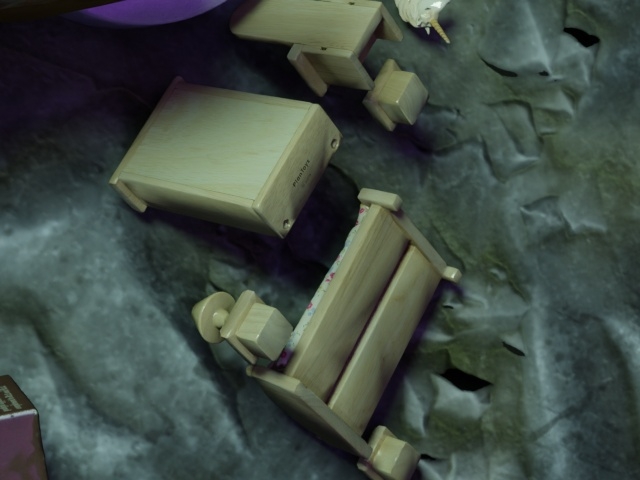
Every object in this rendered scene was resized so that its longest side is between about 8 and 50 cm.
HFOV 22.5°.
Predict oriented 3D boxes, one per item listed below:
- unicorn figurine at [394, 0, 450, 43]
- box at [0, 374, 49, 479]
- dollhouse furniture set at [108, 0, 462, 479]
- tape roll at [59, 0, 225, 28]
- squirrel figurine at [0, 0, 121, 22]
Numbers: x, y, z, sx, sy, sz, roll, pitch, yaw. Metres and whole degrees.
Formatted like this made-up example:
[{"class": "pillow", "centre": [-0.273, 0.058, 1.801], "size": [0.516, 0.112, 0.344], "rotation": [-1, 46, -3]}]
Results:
[{"class": "unicorn figurine", "centre": [0.083, -0.262, 1.436], "size": [0.162, 0.060, 0.111], "rotation": [40, 82, -1]}, {"class": "box", "centre": [-0.301, 0.233, 1.281], "size": [0.167, 0.168, 0.203], "rotation": [-10, 98, -17]}, {"class": "dollhouse furniture set", "centre": [0.000, 0.000, 1.435], "size": [0.303, 0.173, 0.355], "rotation": [-60, 138, -18]}, {"class": "tape roll", "centre": [-0.159, -0.314, 1.328], "size": [0.274, 0.090, 0.275], "rotation": [-1, 94, -19]}, {"class": "squirrel figurine", "centre": [-0.262, -0.343, 1.108], "size": [0.397, 0.281, 0.371], "rotation": [-17, 93, -20]}]
